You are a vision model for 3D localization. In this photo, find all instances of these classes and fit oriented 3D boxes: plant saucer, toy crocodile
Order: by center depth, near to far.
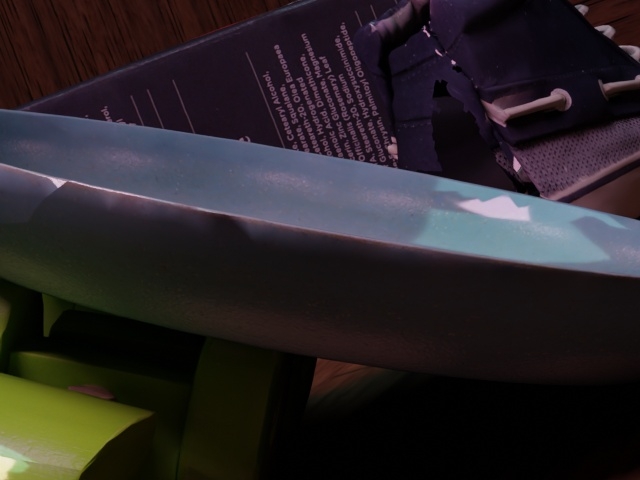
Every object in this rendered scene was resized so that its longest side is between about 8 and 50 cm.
[{"bbox_3d":[0.000,0.000,0.667,0.317,0.044,0.317,10,5,-1],"label":"plant saucer"},{"bbox_3d":[-0.068,0.061,0.691,0.115,0.105,0.340,11,6,4],"label":"toy crocodile"}]

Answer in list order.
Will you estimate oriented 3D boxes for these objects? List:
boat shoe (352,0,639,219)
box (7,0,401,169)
[{"bbox_3d":[0.145,-0.093,1.100,0.127,0.158,0.340,-17,6,33],"label":"boat shoe"},{"bbox_3d":[-0.106,-0.023,1.247,0.312,0.179,0.343,-24,5,-19],"label":"box"}]
